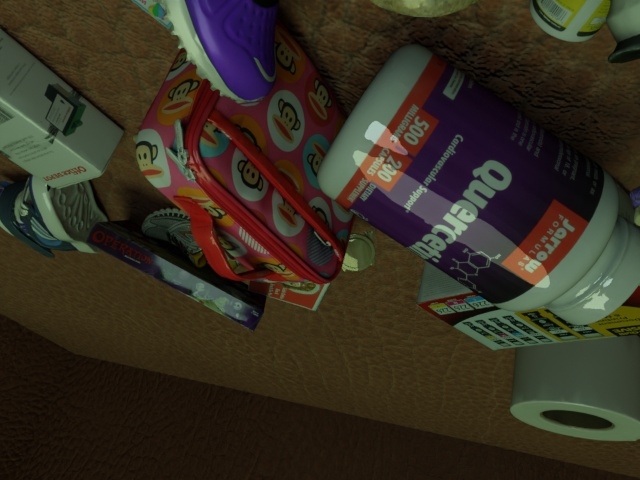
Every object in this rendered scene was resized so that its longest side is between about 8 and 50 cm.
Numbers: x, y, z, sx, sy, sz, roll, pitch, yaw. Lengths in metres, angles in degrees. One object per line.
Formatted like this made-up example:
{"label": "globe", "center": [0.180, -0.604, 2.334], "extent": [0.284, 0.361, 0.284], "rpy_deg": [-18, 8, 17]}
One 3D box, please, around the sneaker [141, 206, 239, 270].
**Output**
{"label": "sneaker", "center": [-0.251, -0.002, 1.033], "extent": [0.226, 0.092, 0.088], "rpy_deg": [12, 153, 12]}

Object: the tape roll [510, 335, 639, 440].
{"label": "tape roll", "center": [0.515, 0.281, 1.053], "extent": [0.246, 0.169, 0.246], "rpy_deg": [12, 152, 7]}

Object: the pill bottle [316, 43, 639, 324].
{"label": "pill bottle", "center": [0.170, -0.048, 0.557], "extent": [0.323, 0.181, 0.181], "rpy_deg": [33, 151, -2]}

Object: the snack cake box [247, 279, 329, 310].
{"label": "snack cake box", "center": [-0.049, 0.035, 0.995], "extent": [0.152, 0.089, 0.264], "rpy_deg": [16, 153, -3]}

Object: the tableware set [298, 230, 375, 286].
{"label": "tableware set", "center": [0.000, 0.000, 0.842], "extent": [0.169, 0.020, 0.141], "rpy_deg": [-21, 108, 10]}

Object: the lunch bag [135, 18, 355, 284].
{"label": "lunch bag", "center": [-0.066, -0.078, 0.609], "extent": [0.120, 0.258, 0.293], "rpy_deg": [0, 150, 35]}

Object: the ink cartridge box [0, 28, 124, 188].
{"label": "ink cartridge box", "center": [-0.440, -0.186, 0.795], "extent": [0.160, 0.092, 0.219], "rpy_deg": [-5, 146, 36]}

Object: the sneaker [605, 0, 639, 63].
{"label": "sneaker", "center": [0.305, -0.250, 0.218], "extent": [0.410, 0.158, 0.182], "rpy_deg": [-26, 96, 31]}

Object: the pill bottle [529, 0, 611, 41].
{"label": "pill bottle", "center": [0.219, -0.218, 0.404], "extent": [0.065, 0.065, 0.116], "rpy_deg": [18, 153, -2]}

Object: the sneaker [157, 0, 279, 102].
{"label": "sneaker", "center": [-0.049, -0.247, 0.386], "extent": [0.146, 0.102, 0.293], "rpy_deg": [-3, 124, 13]}

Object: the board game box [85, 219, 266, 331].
{"label": "board game box", "center": [-0.271, 0.062, 1.058], "extent": [0.347, 0.056, 0.208], "rpy_deg": [29, 177, -6]}

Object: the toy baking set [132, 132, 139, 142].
{"label": "toy baking set", "center": [-0.167, -0.125, 0.834], "extent": [0.256, 0.030, 0.197], "rpy_deg": [-4, 149, 35]}

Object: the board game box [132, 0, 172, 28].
{"label": "board game box", "center": [-0.192, -0.297, 0.525], "extent": [0.154, 0.026, 0.103], "rpy_deg": [34, 148, -30]}

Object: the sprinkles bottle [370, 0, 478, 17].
{"label": "sprinkles bottle", "center": [0.075, -0.299, 0.270], "extent": [0.121, 0.121, 0.355], "rpy_deg": [12, 152, 9]}

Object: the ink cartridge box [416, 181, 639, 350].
{"label": "ink cartridge box", "center": [0.358, 0.072, 0.797], "extent": [0.272, 0.130, 0.309], "rpy_deg": [30, 149, -27]}

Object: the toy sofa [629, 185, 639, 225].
{"label": "toy sofa", "center": [0.481, -0.053, 0.475], "extent": [0.363, 0.150, 0.177], "rpy_deg": [21, 157, -9]}

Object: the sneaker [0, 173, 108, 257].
{"label": "sneaker", "center": [-0.578, -0.073, 1.038], "extent": [0.237, 0.130, 0.322], "rpy_deg": [12, 158, -1]}
